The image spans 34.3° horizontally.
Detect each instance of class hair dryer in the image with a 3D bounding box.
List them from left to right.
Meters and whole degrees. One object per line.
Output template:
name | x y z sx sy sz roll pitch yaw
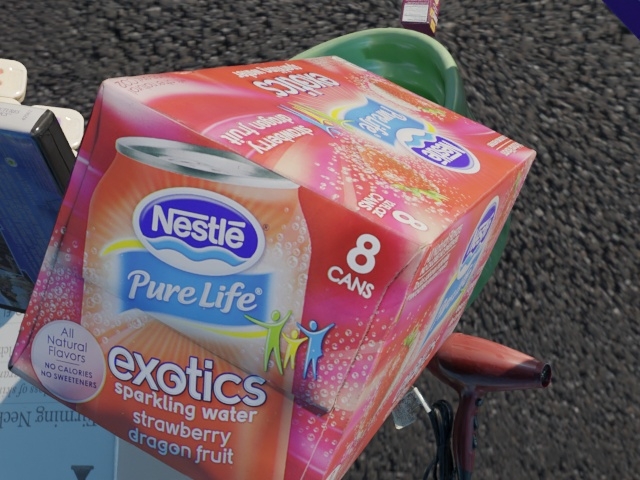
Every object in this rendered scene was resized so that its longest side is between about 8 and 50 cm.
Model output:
hair dryer | 0.221 0.246 1.532 0.293 0.080 0.223 -42 71 32

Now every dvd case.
dvd case | -0.236 -0.023 0.622 0.253 0.022 0.180 10 143 21

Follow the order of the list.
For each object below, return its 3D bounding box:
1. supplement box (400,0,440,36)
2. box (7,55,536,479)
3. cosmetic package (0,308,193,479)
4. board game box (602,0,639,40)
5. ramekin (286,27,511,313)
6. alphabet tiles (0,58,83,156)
supplement box | 0.145 -0.342 1.489 0.043 0.055 0.083 6 82 18
box | 0.000 0.000 0.462 0.128 0.257 0.122 28 109 13
cosmetic package | -0.294 0.260 1.339 0.330 0.327 0.393 -6 77 26
board game box | 0.351 -0.143 0.672 0.233 0.078 0.347 -24 64 -21
ramekin | 0.015 -0.027 0.900 0.303 0.303 0.148 -33 125 11
alphabet tiles | -0.405 -0.093 1.141 0.278 0.284 0.021 5 148 -15
